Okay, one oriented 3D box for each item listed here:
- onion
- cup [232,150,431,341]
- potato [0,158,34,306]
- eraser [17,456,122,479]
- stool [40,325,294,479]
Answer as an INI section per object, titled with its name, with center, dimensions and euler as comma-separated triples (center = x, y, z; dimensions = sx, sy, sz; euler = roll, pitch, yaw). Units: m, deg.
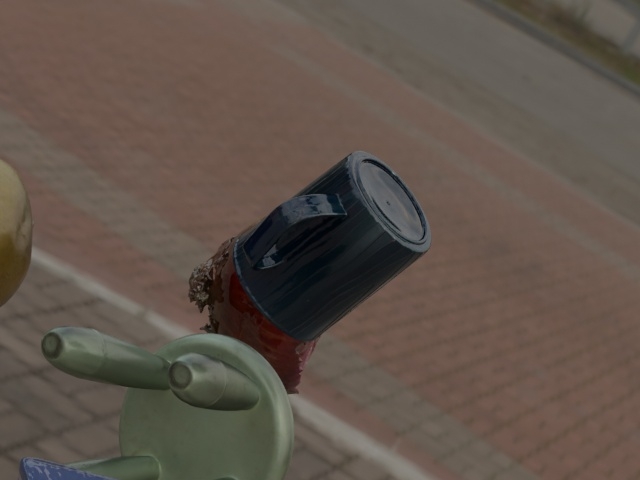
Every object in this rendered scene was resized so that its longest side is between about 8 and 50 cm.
[onion]
center = -0.062, 0.055, 1.757
dimensions = 0.163, 0.230, 0.230
euler = 12, 14, 4
[cup]
center = 0.007, 0.008, 1.372
dimensions = 0.113, 0.138, 0.150
euler = 51, 25, -2
[potato]
center = -0.429, -0.003, 1.585
dimensions = 0.296, 0.290, 0.397
euler = 1, 6, -13
[eraser]
center = -0.132, 0.217, 1.159
dimensions = 0.225, 0.036, 0.082
euler = 26, 29, -46
[stool]
center = -0.148, 0.181, 1.500
dimensions = 0.195, 0.195, 0.199
euler = 10, -1, 25
